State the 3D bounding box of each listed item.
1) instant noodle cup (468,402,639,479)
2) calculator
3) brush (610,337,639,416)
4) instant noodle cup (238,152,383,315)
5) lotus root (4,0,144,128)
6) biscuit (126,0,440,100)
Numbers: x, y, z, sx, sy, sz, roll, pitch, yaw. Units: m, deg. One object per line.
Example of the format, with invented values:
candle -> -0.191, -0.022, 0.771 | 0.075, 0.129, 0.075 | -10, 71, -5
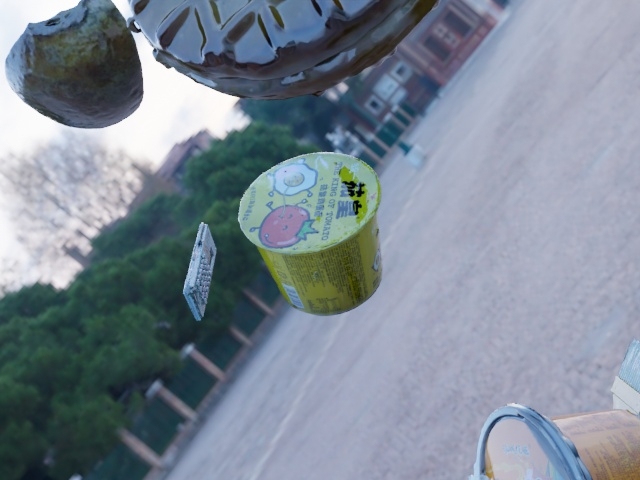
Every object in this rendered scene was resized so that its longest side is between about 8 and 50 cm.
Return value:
instant noodle cup -> 0.235, 0.219, 0.968 | 0.126, 0.177, 0.208 | -10, 14, -21
calculator -> -0.164, 0.039, 1.516 | 0.018, 0.057, 0.172 | -10, 31, 8
brush -> 0.351, 0.256, 1.331 | 0.103, 0.013, 0.272 | -116, 43, -80
instant noodle cup -> 0.000, 0.000, 1.400 | 0.182, 0.182, 0.144 | -51, -36, -32
lotus root -> -0.404, -0.269, 1.852 | 0.210, 0.142, 0.314 | -31, -8, -10
biscuit -> -0.022, -0.275, 1.080 | 0.366, 0.268, 0.115 | -30, -29, 14
